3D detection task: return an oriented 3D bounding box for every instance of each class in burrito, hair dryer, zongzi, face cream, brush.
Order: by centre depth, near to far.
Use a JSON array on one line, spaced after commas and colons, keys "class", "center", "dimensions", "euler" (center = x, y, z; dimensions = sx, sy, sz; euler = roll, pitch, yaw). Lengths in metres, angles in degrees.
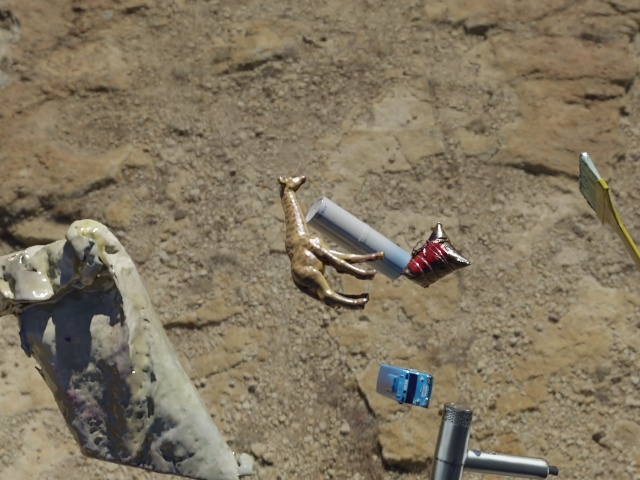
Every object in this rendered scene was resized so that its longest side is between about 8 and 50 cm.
[{"class": "brush", "center": [0.332, 0.000, 0.721], "dimensions": [0.011, 0.083, 0.205], "euler": [-23, 58, 8]}, {"class": "burrito", "center": [-0.229, 0.142, 0.733], "dimensions": [0.348, 0.175, 0.107], "euler": [57, 24, -2]}, {"class": "zongzi", "center": [0.142, 0.014, 0.817], "dimensions": [0.083, 0.067, 0.073], "euler": [-26, 56, 26]}, {"class": "hair dryer", "center": [0.339, 0.528, 1.367], "dimensions": [0.284, 0.156, 0.320], "euler": [20, 92, 5]}, {"class": "face cream", "center": [0.086, -0.004, 1.517], "dimensions": [0.250, 0.077, 0.077], "euler": [34, 49, -13]}]

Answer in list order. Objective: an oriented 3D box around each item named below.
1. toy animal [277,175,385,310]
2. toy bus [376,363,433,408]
[{"class": "toy animal", "center": [-0.007, 0.006, 1.103], "dimensions": [0.149, 0.054, 0.275], "euler": [-42, 67, -11]}, {"class": "toy bus", "center": [0.215, 0.374, 1.712], "dimensions": [0.106, 0.184, 0.090], "euler": [14, 81, -11]}]
